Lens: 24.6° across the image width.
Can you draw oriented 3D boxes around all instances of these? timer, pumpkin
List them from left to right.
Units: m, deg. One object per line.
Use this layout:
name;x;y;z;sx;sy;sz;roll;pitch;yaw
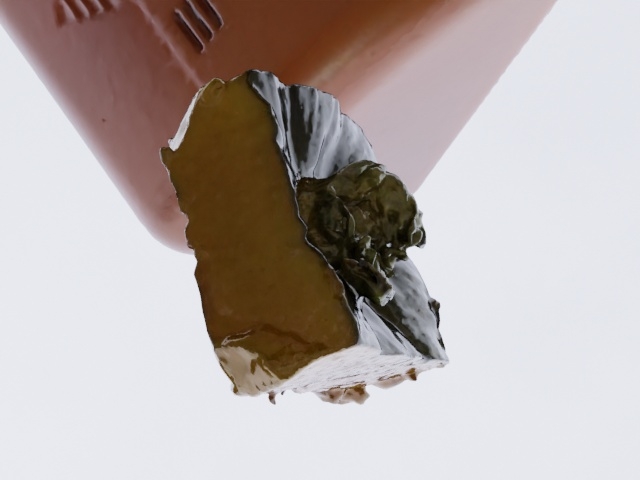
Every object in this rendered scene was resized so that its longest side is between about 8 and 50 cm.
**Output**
timer;-0.027;-0.155;0.637;0.161;0.250;0.257;-25;-107;-43
pumpkin;0.000;0.000;0.362;0.054;0.083;0.074;-23;-105;18
